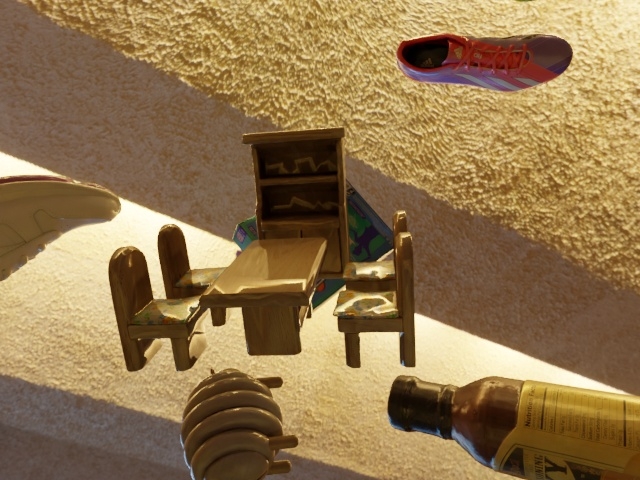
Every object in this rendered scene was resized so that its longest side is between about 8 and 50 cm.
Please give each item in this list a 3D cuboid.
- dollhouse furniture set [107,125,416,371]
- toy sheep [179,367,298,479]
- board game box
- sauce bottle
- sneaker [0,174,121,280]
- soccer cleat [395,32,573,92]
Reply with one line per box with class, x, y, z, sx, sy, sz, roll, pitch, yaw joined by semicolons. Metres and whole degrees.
dollhouse furniture set;-0.032;-0.013;0.409;0.212;0.242;0.161;-3;-75;7
toy sheep;-0.068;0.155;0.369;0.091;0.132;0.091;-8;-61;-14
board game box;0.000;0.000;0.691;0.160;0.210;0.047;50;-36;11
sauce bottle;0.247;0.215;0.517;0.344;0.111;0.111;-1;-52;34
sneaker;-0.369;0.014;0.491;0.305;0.114;0.152;-17;-83;-34
soccer cleat;0.233;-0.267;0.672;0.248;0.095;0.083;10;-77;22
